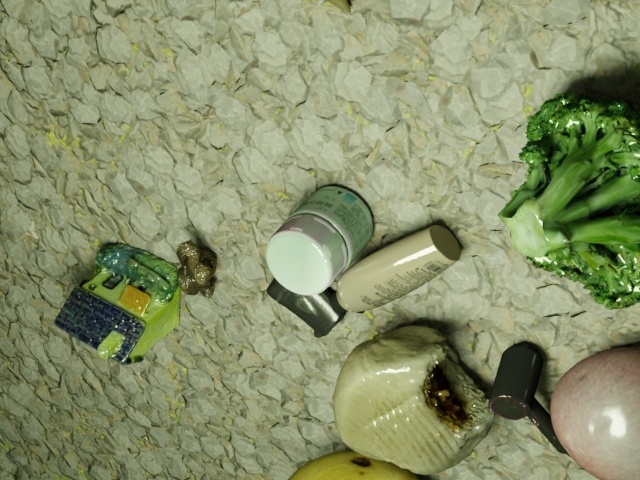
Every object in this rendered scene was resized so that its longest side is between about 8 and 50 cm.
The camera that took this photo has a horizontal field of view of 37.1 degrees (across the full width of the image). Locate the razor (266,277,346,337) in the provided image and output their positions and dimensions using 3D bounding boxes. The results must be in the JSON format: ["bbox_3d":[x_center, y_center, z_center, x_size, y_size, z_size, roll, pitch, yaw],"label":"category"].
[{"bbox_3d":[-0.023,0.109,1.757,0.148,0.054,0.090,40,132,1],"label":"razor"}]

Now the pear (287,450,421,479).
[{"bbox_3d":[0.073,0.574,1.827,0.348,0.348,0.348,15,126,22],"label":"pear"}]

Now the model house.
[{"bbox_3d":[-0.414,0.135,1.908,0.194,0.211,0.170,27,132,15],"label":"model house"}]

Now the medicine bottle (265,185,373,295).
[{"bbox_3d":[0.000,0.000,1.595,0.135,0.168,0.135,15,127,21],"label":"medicine bottle"}]

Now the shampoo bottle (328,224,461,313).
[{"bbox_3d":[0.114,0.059,1.610,0.257,0.127,0.078,-33,56,34],"label":"shampoo bottle"}]

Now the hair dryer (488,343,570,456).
[{"bbox_3d":[0.382,0.288,1.626,0.071,0.114,0.248,-15,131,43],"label":"hair dryer"}]

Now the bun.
[{"bbox_3d":[0.156,0.267,1.662,0.282,0.205,0.281,6,119,11],"label":"bun"}]

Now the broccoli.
[{"bbox_3d":[0.363,-0.049,1.293,0.308,0.275,0.307,40,143,39],"label":"broccoli"}]

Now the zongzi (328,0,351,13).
[{"bbox_3d":[0.036,-0.441,1.367,0.178,0.081,0.189,36,121,-23],"label":"zongzi"}]

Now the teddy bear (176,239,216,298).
[{"bbox_3d":[-0.235,0.052,1.839,0.119,0.078,0.160,57,155,10],"label":"teddy bear"}]

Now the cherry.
[{"bbox_3d":[0.465,0.283,1.479,0.239,0.206,0.239,10,131,12],"label":"cherry"}]
